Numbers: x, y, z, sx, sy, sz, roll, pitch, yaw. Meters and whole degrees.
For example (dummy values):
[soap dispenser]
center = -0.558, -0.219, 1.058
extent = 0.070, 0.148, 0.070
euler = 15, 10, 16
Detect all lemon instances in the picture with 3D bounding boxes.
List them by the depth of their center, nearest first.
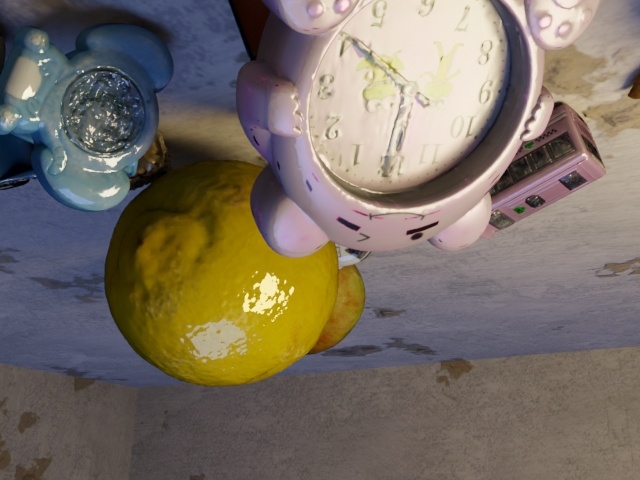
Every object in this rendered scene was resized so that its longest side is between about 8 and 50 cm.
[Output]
[lemon]
center = -0.133, 0.048, 1.017
extent = 0.348, 0.347, 0.348
euler = 0, 160, 0

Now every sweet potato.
[sweet potato]
center = 0.395, -0.190, 0.835
extent = 0.034, 0.034, 0.095
euler = 4, 162, -8

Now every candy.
[candy]
center = -0.260, -0.112, 0.996
extent = 0.095, 0.085, 0.110
euler = -11, 170, 0

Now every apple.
[apple]
center = -0.027, 0.111, 1.473
extent = 0.246, 0.246, 0.226
euler = -13, 175, 33

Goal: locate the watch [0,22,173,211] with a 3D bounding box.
[watch]
center = -0.281, -0.147, 0.801
extent = 0.211, 0.210, 0.193
euler = 15, 178, -35

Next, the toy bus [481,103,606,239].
[toy bus]
center = 0.276, -0.090, 0.965
extent = 0.199, 0.108, 0.096
euler = -32, 145, 30

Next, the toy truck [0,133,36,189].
[toy truck]
center = -0.443, -0.117, 0.896
extent = 0.208, 0.113, 0.126
euler = -11, -177, 20

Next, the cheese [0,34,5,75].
[cheese]
center = -0.440, -0.197, 0.714
extent = 0.218, 0.117, 0.235
euler = 6, 163, -20

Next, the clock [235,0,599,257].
[clock]
center = 0.071, -0.133, 0.638
extent = 0.296, 0.113, 0.322
euler = -2, 123, -20

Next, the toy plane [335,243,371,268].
[toy plane]
center = 0.000, 0.000, 1.253
extent = 0.245, 0.117, 0.244
euler = 1, 159, 1

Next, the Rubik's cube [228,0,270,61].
[Rubik's cube]
center = -0.015, -0.097, 0.809
extent = 0.284, 0.234, 0.250
euler = 10, 159, -27
